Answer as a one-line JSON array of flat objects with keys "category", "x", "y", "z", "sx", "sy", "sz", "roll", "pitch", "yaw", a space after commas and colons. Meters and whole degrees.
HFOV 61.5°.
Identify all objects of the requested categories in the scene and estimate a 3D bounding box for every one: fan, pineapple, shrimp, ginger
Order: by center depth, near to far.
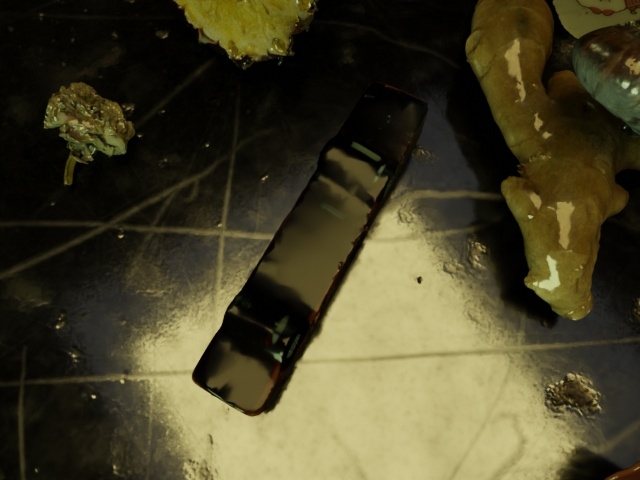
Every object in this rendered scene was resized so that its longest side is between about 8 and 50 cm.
[{"category": "shrimp", "x": 0.410, "y": -0.136, "z": 0.559, "sx": 0.342, "sy": 0.145, "sz": 0.117, "roll": 17, "pitch": 110, "yaw": -12}, {"category": "ginger", "x": 0.283, "y": -0.129, "z": 0.648, "sx": 0.363, "sy": 0.122, "sz": 0.348, "roll": 41, "pitch": 68, "yaw": 1}, {"category": "pineapple", "x": -0.047, "y": -0.396, "z": 0.708, "sx": 0.262, "sy": 0.263, "sz": 0.272, "roll": 32, "pitch": 52, "yaw": 10}, {"category": "fan", "x": 0.408, "y": -0.409, "z": 0.789, "sx": 0.190, "sy": 0.009, "sz": 0.329, "roll": -15, "pitch": 76, "yaw": -3}]

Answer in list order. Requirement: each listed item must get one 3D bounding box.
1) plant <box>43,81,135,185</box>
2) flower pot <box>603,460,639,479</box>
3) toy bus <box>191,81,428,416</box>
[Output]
[{"category": "plant", "x": -0.301, "y": -0.132, "z": 0.687, "sx": 0.122, "sy": 0.104, "sz": 0.116, "roll": -60, "pitch": 39, "yaw": 15}, {"category": "flower pot", "x": 0.361, "y": 0.320, "z": 0.482, "sx": 0.173, "sy": 0.191, "sz": 0.191, "roll": 24, "pitch": 74, "yaw": -2}, {"category": "toy bus", "x": 0.000, "y": 0.000, "z": 0.621, "sx": 0.093, "sy": 0.092, "sz": 0.409, "roll": 28, "pitch": 75, "yaw": 11}]
